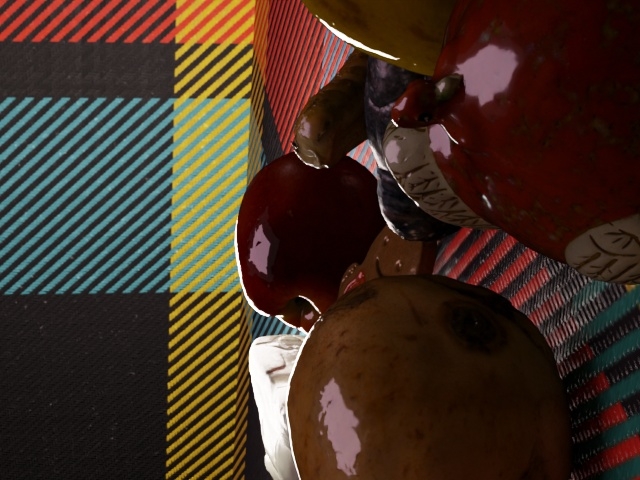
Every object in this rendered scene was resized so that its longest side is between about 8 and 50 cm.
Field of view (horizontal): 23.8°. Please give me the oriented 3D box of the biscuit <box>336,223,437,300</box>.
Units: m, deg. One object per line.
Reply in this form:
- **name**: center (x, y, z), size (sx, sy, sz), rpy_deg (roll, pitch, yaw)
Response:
- **biscuit**: center (0.065, 0.061, 1.745), size (0.225, 0.036, 0.166), rpy_deg (-55, 28, 23)

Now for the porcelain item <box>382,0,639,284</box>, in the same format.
- **porcelain item**: center (0.140, -0.088, 0.877), size (0.253, 0.253, 0.253), rpy_deg (180, 90, -81)

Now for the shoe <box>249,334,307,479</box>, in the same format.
- **shoe**: center (-0.045, 0.294, 2.436), size (0.342, 0.132, 0.211), rpy_deg (-115, 29, -62)

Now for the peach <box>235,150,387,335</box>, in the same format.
- **peach**: center (0.000, 0.000, 1.945), size (0.243, 0.199, 0.244), rpy_deg (-2, -88, -62)

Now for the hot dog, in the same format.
- **hot dog**: center (0.052, -0.165, 1.556), size (0.289, 0.068, 0.083), rpy_deg (-47, -44, -45)

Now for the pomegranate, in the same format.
- **pomegranate**: center (0.087, 0.155, 1.255), size (0.260, 0.260, 0.260), rpy_deg (180, 90, -81)

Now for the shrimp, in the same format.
- **shrimp**: center (0.097, -0.169, 1.454), size (0.172, 0.137, 0.372), rpy_deg (-133, 39, -52)

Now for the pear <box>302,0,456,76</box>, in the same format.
- **pear**: center (0.110, -0.261, 1.104), size (0.336, 0.284, 0.285), rpy_deg (-32, -50, -57)
